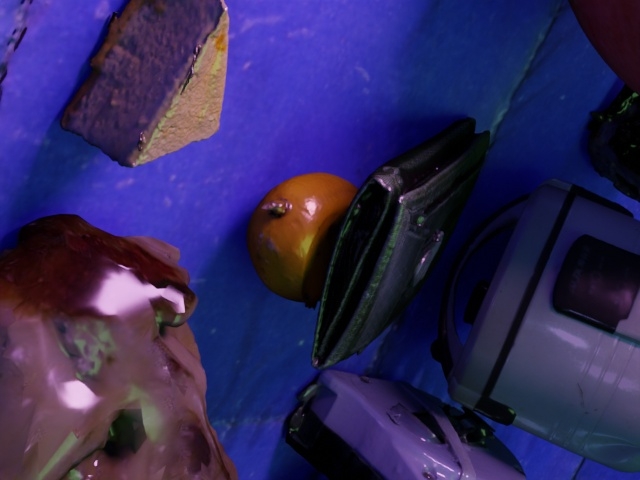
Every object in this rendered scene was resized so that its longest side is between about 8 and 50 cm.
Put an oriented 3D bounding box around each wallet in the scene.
[{"bbox_3d":[0.068,-0.001,1.125,0.236,0.055,0.160,-31,146,-62],"label":"wallet"}]

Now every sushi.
[{"bbox_3d":[0.304,-0.085,1.346,0.084,0.094,0.098,-46,149,-4],"label":"sushi"}]

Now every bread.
[{"bbox_3d":[-0.104,-0.109,0.878,0.080,0.084,0.109,-23,136,-37],"label":"bread"}]

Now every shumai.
[{"bbox_3d":[-0.156,0.153,0.933,0.346,0.217,0.283,7,116,-47],"label":"shumai"}]

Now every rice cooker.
[{"bbox_3d":[0.228,0.070,1.266,0.226,0.244,0.226,23,90,-78],"label":"rice cooker"}]

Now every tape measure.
[{"bbox_3d":[0.088,0.194,1.271,0.181,0.182,0.107,8,114,-53],"label":"tape measure"}]

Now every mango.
[{"bbox_3d":[0.000,0.000,1.106,0.187,0.066,0.101,19,95,-61],"label":"mango"}]

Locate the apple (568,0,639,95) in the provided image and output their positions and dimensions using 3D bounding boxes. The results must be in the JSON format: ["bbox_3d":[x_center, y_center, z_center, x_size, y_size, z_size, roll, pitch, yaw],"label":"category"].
[{"bbox_3d":[0.342,-0.256,1.026,0.364,0.364,0.364,-29,138,-29],"label":"apple"}]
